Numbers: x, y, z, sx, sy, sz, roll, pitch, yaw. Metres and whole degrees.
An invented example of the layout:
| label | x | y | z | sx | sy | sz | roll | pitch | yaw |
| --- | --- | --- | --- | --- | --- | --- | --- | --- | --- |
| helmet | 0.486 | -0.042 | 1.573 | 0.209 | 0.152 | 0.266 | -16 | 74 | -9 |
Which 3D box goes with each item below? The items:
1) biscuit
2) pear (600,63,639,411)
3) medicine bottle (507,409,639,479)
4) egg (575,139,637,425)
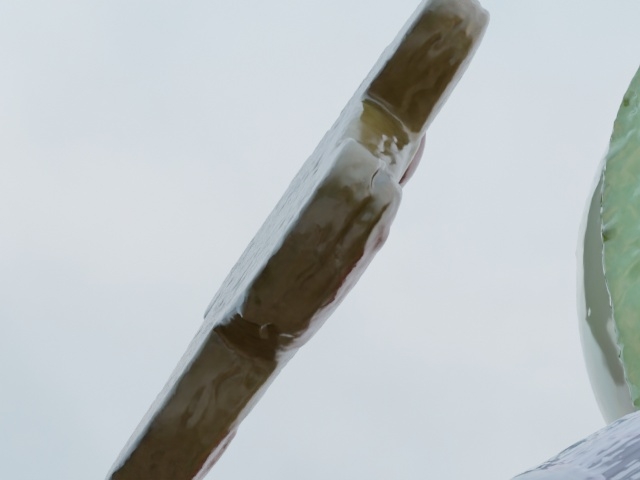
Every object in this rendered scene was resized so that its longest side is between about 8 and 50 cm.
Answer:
| label | x | y | z | sx | sy | sz | roll | pitch | yaw |
| --- | --- | --- | --- | --- | --- | --- | --- | --- | --- |
| biscuit | 0.000 | 0.000 | 1.302 | 0.076 | 0.394 | 0.368 | 35 | -62 | -4 |
| pear | 0.238 | -0.025 | 0.700 | 0.159 | 0.292 | 0.292 | 21 | -37 | -31 |
| medicine bottle | 0.034 | 0.151 | 0.504 | 0.139 | 0.225 | 0.139 | 46 | -28 | 33 |
| egg | 0.284 | 0.033 | 1.016 | 0.283 | 0.345 | 0.283 | 6 | -39 | 5 |
